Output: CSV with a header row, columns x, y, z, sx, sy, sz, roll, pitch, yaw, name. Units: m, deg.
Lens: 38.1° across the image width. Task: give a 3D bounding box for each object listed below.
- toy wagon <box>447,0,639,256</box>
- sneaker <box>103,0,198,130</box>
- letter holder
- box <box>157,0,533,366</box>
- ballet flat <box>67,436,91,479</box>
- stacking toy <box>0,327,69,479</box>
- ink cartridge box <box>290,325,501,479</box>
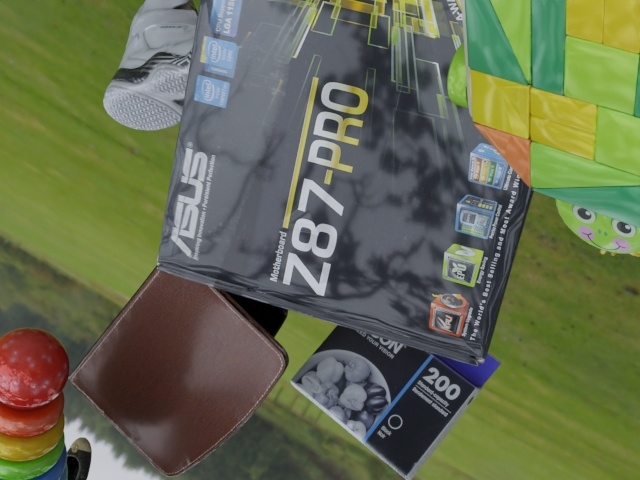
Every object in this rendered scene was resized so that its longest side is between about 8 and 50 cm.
x,y,z,sx,sy,sz,roll,pitch,yaw,name
0.207,-0.096,0.633,0.267,0.068,0.344,24,145,31,toy wagon
-0.163,-0.308,1.412,0.365,0.210,0.137,-12,149,24,sneaker
-0.156,0.145,1.241,0.214,0.152,0.302,45,123,4,letter holder
0.045,-0.122,0.815,0.318,0.395,0.097,17,-163,12,box
-0.436,0.413,1.571,0.057,0.173,0.049,-2,146,34,ballet flat
-0.349,0.230,1.090,0.141,0.141,0.330,29,129,8,stacking toy
0.103,0.179,1.260,0.206,0.208,0.045,37,168,19,ink cartridge box
